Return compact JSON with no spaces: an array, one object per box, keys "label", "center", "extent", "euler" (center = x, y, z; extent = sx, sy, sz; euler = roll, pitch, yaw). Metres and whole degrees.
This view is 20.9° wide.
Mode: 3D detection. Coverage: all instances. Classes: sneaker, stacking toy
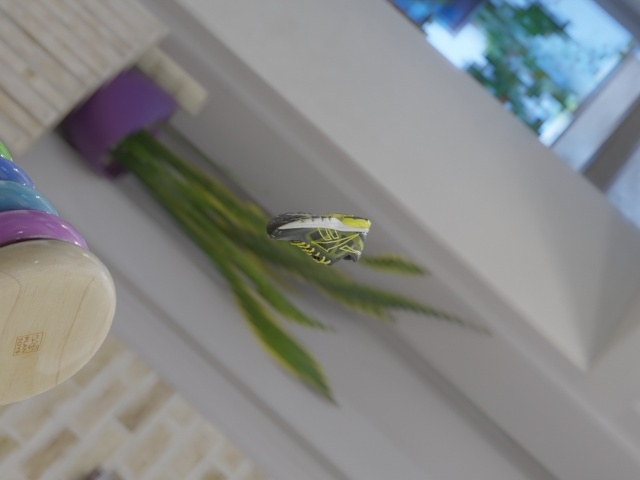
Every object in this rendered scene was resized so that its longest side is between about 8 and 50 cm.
[{"label":"sneaker","center":[0.000,0.000,1.161],"extent":[0.083,0.035,0.031],"euler":[0,-173,-36]},{"label":"stacking toy","center":[-0.274,-0.039,1.246],"extent":[0.141,0.330,0.141],"euler":[-23,142,-19]}]
